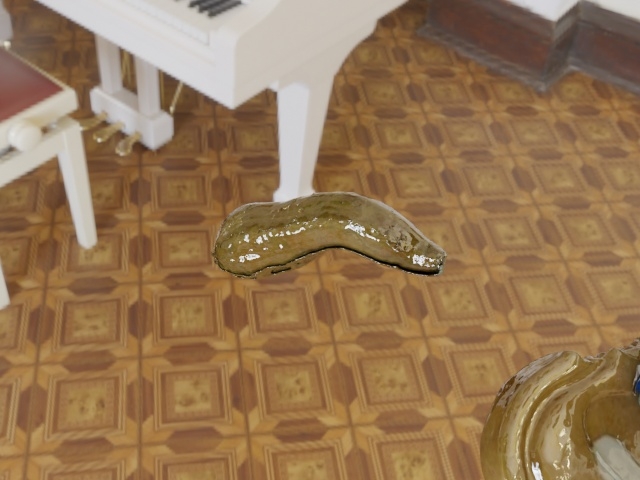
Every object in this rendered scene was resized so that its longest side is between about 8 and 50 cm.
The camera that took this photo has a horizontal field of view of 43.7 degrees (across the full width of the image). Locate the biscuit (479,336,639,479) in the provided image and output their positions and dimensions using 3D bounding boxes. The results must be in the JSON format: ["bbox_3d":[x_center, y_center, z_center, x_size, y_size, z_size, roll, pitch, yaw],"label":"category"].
[{"bbox_3d":[0.200,0.133,0.509,0.319,0.183,0.047,-36,16,-26],"label":"biscuit"}]

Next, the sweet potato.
[{"bbox_3d":[0.000,-0.005,0.721,0.233,0.081,0.062,-2,33,28],"label":"sweet potato"}]

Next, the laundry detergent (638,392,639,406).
[{"bbox_3d":[0.281,0.022,0.461,0.099,0.070,0.226,25,81,46],"label":"laundry detergent"}]
